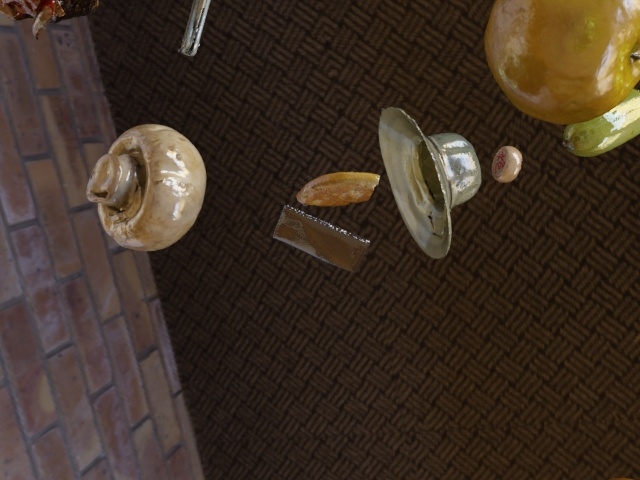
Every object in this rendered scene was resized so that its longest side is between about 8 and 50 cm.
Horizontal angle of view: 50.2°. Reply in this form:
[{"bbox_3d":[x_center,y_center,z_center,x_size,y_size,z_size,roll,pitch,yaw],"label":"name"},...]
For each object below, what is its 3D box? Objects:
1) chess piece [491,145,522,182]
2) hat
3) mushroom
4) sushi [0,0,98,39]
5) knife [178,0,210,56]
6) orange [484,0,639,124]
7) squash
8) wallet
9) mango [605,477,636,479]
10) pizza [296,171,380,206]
[{"bbox_3d":[0.425,-0.173,1.557,0.038,0.084,0.084,14,108,-14],"label":"chess piece"},{"bbox_3d":[0.187,-0.106,1.055,0.110,0.252,0.252,-19,97,-9],"label":"hat"},{"bbox_3d":[-0.223,-0.069,0.872,0.166,0.127,0.166,-6,80,34],"label":"mushroom"},{"bbox_3d":[-0.524,-0.486,1.177,0.343,0.182,0.196,35,141,17],"label":"sushi"},{"bbox_3d":[-0.145,-0.312,0.855,0.023,0.044,0.162,14,96,-23],"label":"knife"},{"bbox_3d":[0.387,-0.321,1.056,0.235,0.279,0.279,31,111,32],"label":"orange"},{"bbox_3d":[0.731,-0.292,1.767,0.247,0.132,0.132,-30,94,-22],"label":"squash"},{"bbox_3d":[0.000,0.000,1.788,0.244,0.025,0.124,23,132,-1],"label":"wallet"},{"bbox_3d":[0.429,0.389,0.943,0.115,0.178,0.090,-34,92,-7],"label":"mango"},{"bbox_3d":[0.052,-0.143,1.921,0.271,0.134,0.056,-17,58,41],"label":"pizza"}]
